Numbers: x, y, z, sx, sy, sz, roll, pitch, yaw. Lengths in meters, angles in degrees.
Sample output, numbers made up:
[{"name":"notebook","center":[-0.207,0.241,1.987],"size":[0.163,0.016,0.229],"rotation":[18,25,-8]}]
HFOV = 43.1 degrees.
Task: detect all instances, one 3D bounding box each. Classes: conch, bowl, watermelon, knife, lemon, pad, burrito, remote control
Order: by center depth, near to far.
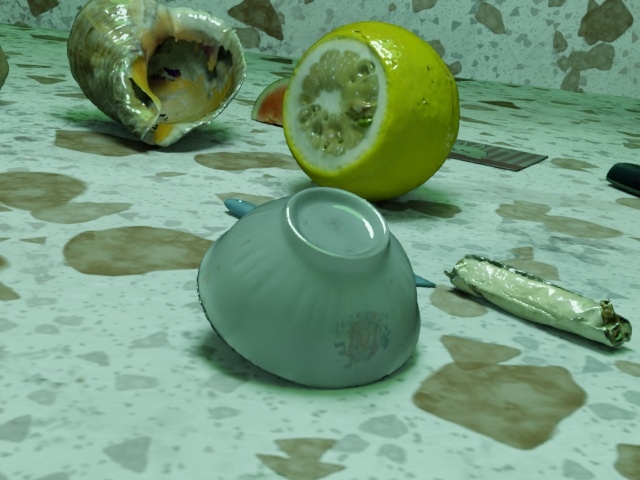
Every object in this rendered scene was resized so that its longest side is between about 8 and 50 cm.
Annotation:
[{"name":"bowl","center":[0.003,0.014,0.636],"size":[0.189,0.086,0.189],"rotation":[12,40,-10]},{"name":"burrito","center":[0.202,0.055,0.768],"size":[0.185,0.041,0.045],"rotation":[24,67,43]},{"name":"knife","center":[0.000,0.000,0.916],"size":[0.313,0.019,0.044],"rotation":[24,22,39]},{"name":"lemon","center":[0.082,-0.170,1.113],"size":[0.240,0.240,0.219],"rotation":[20,10,38]},{"name":"remote control","center":[0.557,-0.084,1.304],"size":[0.072,0.042,0.222],"rotation":[-7,21,-28]},{"name":"conch","center":[-0.280,-0.280,1.412],"size":[0.297,0.352,0.210],"rotation":[-9,-24,-12]},{"name":"pad","center":[0.268,-0.179,1.566],"size":[0.299,0.005,0.202],"rotation":[16,20,28]},{"name":"watermelon","center":[-0.072,-0.269,1.615],"size":[0.125,0.135,0.094],"rotation":[7,54,-7]}]

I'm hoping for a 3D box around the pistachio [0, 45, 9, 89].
[{"name":"pistachio","center":[-0.659,-0.322,1.504],"size":[0.137,0.153,0.238],"rotation":[6,-12,-33]}]
